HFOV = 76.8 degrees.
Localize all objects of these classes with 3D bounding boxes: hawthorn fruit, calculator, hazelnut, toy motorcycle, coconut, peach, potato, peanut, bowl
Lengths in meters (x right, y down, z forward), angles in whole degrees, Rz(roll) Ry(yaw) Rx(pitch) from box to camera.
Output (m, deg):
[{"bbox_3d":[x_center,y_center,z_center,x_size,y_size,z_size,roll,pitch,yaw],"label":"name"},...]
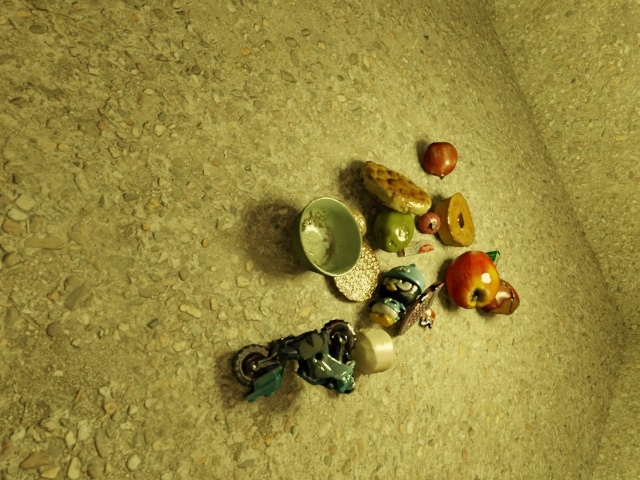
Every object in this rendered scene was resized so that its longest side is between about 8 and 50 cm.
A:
[{"bbox_3d":[0.602,-0.396,2.018,0.169,0.169,0.188,12,63,-36],"label":"hawthorn fruit"},{"bbox_3d":[0.412,0.286,1.698,0.043,0.194,0.294,36,45,24],"label":"calculator"},{"bbox_3d":[0.907,0.280,2.075,0.212,0.181,0.180,4,95,-28],"label":"hazelnut"},{"bbox_3d":[-0.058,0.399,1.269,0.416,0.172,0.232,-11,83,-24],"label":"toy motorcycle"},{"bbox_3d":[0.196,0.404,1.492,0.183,0.171,0.170,-4,81,-36],"label":"coconut"},{"bbox_3d":[0.714,0.185,1.912,0.238,0.281,0.280,1,73,6],"label":"peach"},{"bbox_3d":[0.313,-0.060,1.707,0.186,0.148,0.253,23,58,-13],"label":"potato"},{"bbox_3d":[0.102,-0.086,1.595,0.228,0.086,0.104,28,89,-31],"label":"peanut"},{"bbox_3d":[0.000,0.000,1.452,0.289,0.146,0.289,13,69,-36],"label":"bowl"}]

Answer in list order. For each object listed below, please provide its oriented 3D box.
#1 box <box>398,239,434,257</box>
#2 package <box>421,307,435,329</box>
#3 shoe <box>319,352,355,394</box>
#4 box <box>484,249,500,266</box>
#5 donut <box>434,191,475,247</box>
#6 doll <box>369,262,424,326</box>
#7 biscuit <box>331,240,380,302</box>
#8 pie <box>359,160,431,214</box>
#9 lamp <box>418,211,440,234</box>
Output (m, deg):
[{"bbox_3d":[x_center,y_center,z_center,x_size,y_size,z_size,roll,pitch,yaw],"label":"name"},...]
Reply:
[{"bbox_3d":[0.439,0.037,1.857,0.218,0.040,0.055,-6,81,-39],"label":"box"},{"bbox_3d":[0.485,0.349,1.817,0.077,0.033,0.110,32,43,-2],"label":"package"},{"bbox_3d":[0.072,0.444,1.417,0.092,0.106,0.207,-28,99,-39],"label":"shoe"},{"bbox_3d":[0.836,0.153,2.080,0.034,0.132,0.235,48,53,-21],"label":"box"},{"bbox_3d":[0.661,-0.092,2.006,0.278,0.109,0.277,16,68,-44],"label":"donut"},{"bbox_3d":[0.310,0.205,1.624,0.314,0.177,0.141,-50,133,-33],"label":"doll"},{"bbox_3d":[0.136,0.117,1.598,0.262,0.037,0.261,11,72,-36],"label":"biscuit"},{"bbox_3d":[0.317,-0.220,1.705,0.340,0.083,0.339,23,29,-14],"label":"pie"},{"bbox_3d":[0.516,-0.081,1.915,0.108,0.092,0.107,-5,107,-15],"label":"lamp"}]
